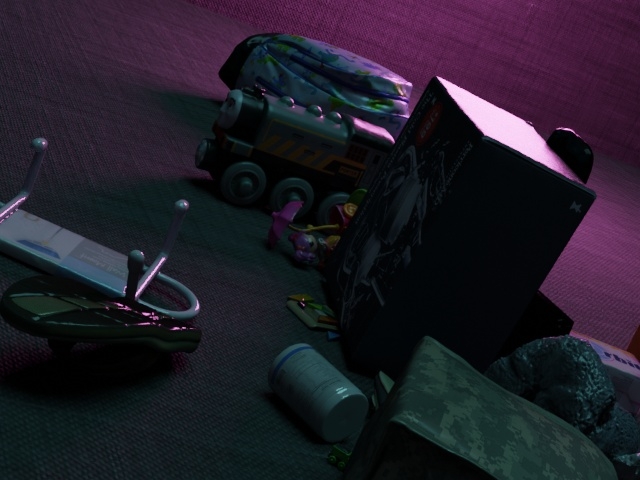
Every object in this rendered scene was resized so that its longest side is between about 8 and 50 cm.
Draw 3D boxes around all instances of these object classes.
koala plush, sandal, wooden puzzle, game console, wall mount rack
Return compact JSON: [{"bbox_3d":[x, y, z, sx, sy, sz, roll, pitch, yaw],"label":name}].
[{"bbox_3d":[0.312,0.230,1.574,0.221,0.203,0.196,27,13,-39],"label":"koala plush"},{"bbox_3d":[-0.222,0.106,1.367,0.120,0.086,0.303,27,1,27],"label":"sandal"},{"bbox_3d":[-0.003,0.102,1.782,0.078,0.014,0.116,4,27,-49],"label":"wooden puzzle"},{"bbox_3d":[0.311,0.021,1.863,0.044,0.361,0.213,3,28,-32],"label":"game console"},{"bbox_3d":[-0.294,-0.014,1.529,0.350,0.130,0.304,24,17,-1],"label":"wall mount rack"}]

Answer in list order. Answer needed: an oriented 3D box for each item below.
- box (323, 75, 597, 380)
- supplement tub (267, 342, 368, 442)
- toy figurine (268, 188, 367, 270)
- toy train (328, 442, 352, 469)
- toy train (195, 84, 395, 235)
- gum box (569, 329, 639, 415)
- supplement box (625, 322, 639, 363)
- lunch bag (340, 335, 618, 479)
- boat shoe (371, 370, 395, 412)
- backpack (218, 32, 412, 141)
[{"bbox_3d":[0.174,-0.008,1.776,0.179,0.343,0.312,25,16,-16],"label":"box"},{"bbox_3d":[-0.004,0.172,1.474,0.071,0.071,0.107,6,25,-47],"label":"supplement tub"},{"bbox_3d":[0.000,0.000,1.987,0.159,0.130,0.173,1,51,-25],"label":"toy figurine"},{"bbox_3d":[0.045,0.246,1.397,0.083,0.023,0.017,30,17,17],"label":"toy train"},{"bbox_3d":[-0.037,-0.137,2.149,0.334,0.190,0.142,18,18,-23],"label":"toy train"},{"bbox_3d":[0.412,0.193,1.998,0.188,0.062,0.107,22,17,-10],"label":"gum box"},{"bbox_3d":[0.624,0.182,2.304,0.080,0.078,0.233,31,17,30],"label":"supplement box"},{"bbox_3d":[0.172,0.257,1.280,0.287,0.169,0.235,31,20,2],"label":"lunch bag"},{"bbox_3d":[0.081,0.201,1.551,0.049,0.043,0.137,38,11,-20],"label":"boat shoe"},{"bbox_3d":[0.019,-0.285,2.638,0.290,0.273,0.355,15,31,-50],"label":"backpack"}]
